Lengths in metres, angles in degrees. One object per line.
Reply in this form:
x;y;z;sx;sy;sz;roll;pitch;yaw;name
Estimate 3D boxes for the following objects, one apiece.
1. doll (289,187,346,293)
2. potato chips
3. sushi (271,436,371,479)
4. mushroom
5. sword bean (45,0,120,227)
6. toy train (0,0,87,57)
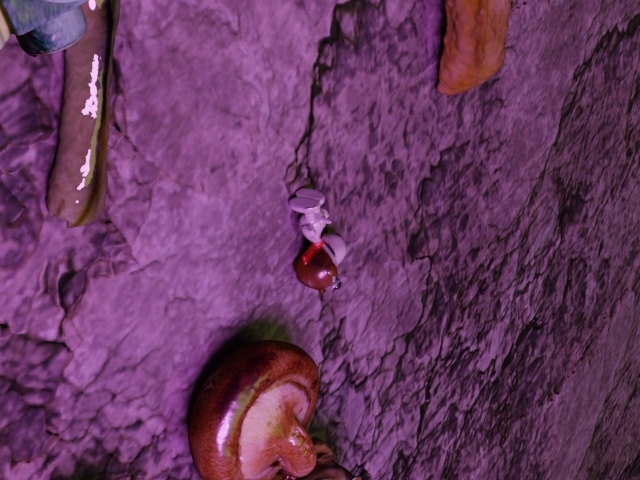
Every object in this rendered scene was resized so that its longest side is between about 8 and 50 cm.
-0.003;0.003;0.839;0.085;0.040;0.058;64;41;-53;doll
0.114;-0.282;0.831;0.057;0.080;0.407;-34;133;-28;potato chips
-0.065;0.269;0.808;0.291;0.131;0.139;-36;136;-30;sushi
-0.047;0.134;0.797;0.127;0.087;0.127;-37;137;-45;mushroom
-0.130;-0.136;0.587;0.043;0.038;0.269;-24;126;-55;sword bean
-0.190;-0.175;0.439;0.157;0.105;0.253;-35;135;-22;toy train
